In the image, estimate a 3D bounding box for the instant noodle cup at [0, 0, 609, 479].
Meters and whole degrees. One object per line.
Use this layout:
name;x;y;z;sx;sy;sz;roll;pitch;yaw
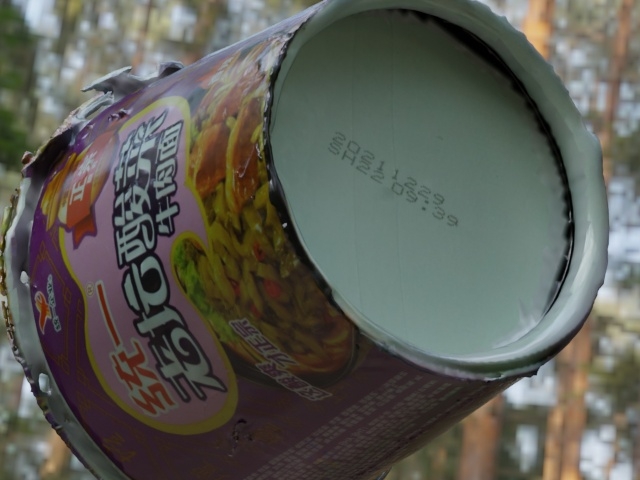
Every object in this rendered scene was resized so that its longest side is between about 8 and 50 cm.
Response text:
instant noodle cup;0.000;0.000;1.250;0.339;0.340;0.266;18;-27;-26
